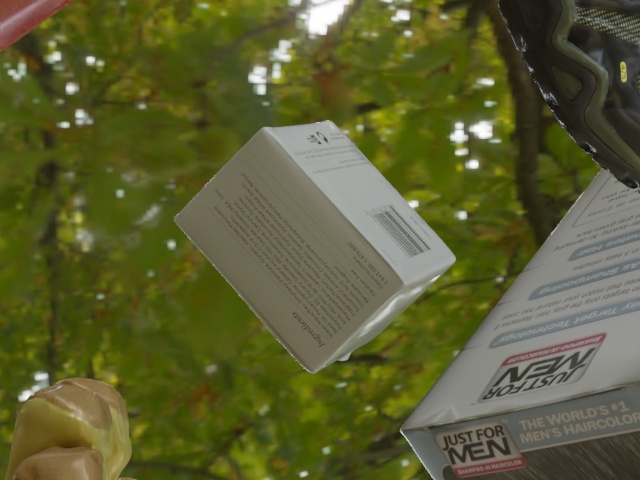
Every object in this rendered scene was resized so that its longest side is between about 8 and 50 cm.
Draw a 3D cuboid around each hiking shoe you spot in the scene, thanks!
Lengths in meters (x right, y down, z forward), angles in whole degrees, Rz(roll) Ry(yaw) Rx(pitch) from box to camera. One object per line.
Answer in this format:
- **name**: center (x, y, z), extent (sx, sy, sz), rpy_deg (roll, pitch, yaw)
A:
- **hiking shoe**: center (0.133, -0.124, 0.684), extent (0.114, 0.086, 0.227), rpy_deg (-30, -81, 14)

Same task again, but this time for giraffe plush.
- **giraffe plush**: center (-0.183, 0.195, 0.860), extent (0.170, 0.181, 0.210), rpy_deg (-12, -88, 1)

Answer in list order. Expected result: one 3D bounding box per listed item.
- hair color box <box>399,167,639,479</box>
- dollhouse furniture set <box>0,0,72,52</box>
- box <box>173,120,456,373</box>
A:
- **hair color box**: center (0.229, 0.029, 0.946), extent (0.185, 0.374, 0.114), rpy_deg (-20, -71, 46)
- **dollhouse furniture set**: center (-0.027, -0.239, 0.415), extent (0.374, 0.152, 0.201), rpy_deg (-37, -136, -2)
- **box**: center (0.000, 0.000, 1.331), extent (0.119, 0.181, 0.182), rpy_deg (-45, -99, 17)
